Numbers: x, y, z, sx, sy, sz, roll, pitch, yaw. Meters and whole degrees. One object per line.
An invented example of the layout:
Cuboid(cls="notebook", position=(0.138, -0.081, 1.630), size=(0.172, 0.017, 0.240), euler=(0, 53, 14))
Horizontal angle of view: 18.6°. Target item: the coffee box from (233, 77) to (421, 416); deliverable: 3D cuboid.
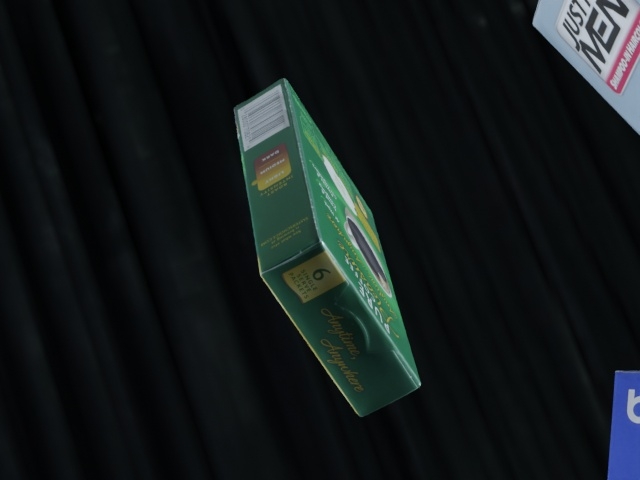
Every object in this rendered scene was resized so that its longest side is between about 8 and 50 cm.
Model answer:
Cuboid(cls="coffee box", position=(0.000, 0.000, 1.072), size=(0.040, 0.184, 0.113), euler=(-28, 122, 9))

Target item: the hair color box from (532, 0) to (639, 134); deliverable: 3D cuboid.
Cuboid(cls="hair color box", position=(0.285, -0.036, 0.807), size=(0.185, 0.374, 0.113), euler=(-39, 167, -14))

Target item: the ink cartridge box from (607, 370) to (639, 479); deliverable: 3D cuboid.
Cuboid(cls="ink cartridge box", position=(0.206, 0.099, 0.706), size=(0.207, 0.097, 0.046), euler=(-2, 166, 31))
